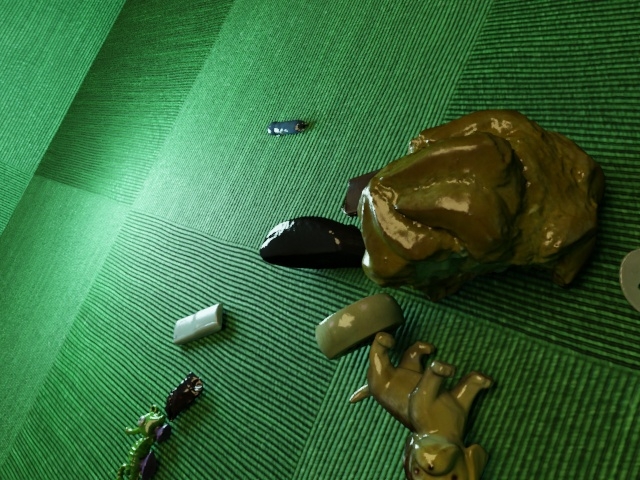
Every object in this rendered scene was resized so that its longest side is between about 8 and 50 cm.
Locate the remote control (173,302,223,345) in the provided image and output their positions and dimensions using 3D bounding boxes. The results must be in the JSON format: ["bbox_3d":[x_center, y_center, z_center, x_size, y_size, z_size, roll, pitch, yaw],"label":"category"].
[{"bbox_3d":[-0.274,0.187,1.240,0.162,0.029,0.061,-24,51,32],"label":"remote control"}]

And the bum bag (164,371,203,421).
[{"bbox_3d":[-0.290,0.328,1.171,0.124,0.034,0.058,-42,55,17],"label":"bum bag"}]

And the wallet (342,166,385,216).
[{"bbox_3d":[0.121,-0.100,1.042,0.176,0.026,0.095,-16,52,35],"label":"wallet"}]

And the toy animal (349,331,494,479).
[{"bbox_3d":[0.143,0.233,0.776,0.233,0.121,0.169,42,109,49],"label":"toy animal"}]

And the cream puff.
[{"bbox_3d":[0.206,-0.071,0.777,0.323,0.270,0.274,-16,53,34],"label":"cream puff"}]

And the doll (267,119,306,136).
[{"bbox_3d":[-0.080,-0.268,1.321,0.125,0.027,0.037,8,74,41],"label":"doll"}]

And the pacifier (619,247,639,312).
[{"bbox_3d":[0.424,0.030,0.631,0.150,0.116,0.127,-44,70,10],"label":"pacifier"}]

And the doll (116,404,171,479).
[{"bbox_3d":[-0.382,0.445,1.181,0.115,0.050,0.190,9,76,41],"label":"doll"}]

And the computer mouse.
[{"bbox_3d":[0.000,0.000,1.014,0.269,0.137,0.086,-3,75,43],"label":"computer mouse"}]

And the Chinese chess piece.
[{"bbox_3d":[0.063,0.137,0.877,0.144,0.144,0.059,-35,71,23],"label":"Chinese chess piece"}]
